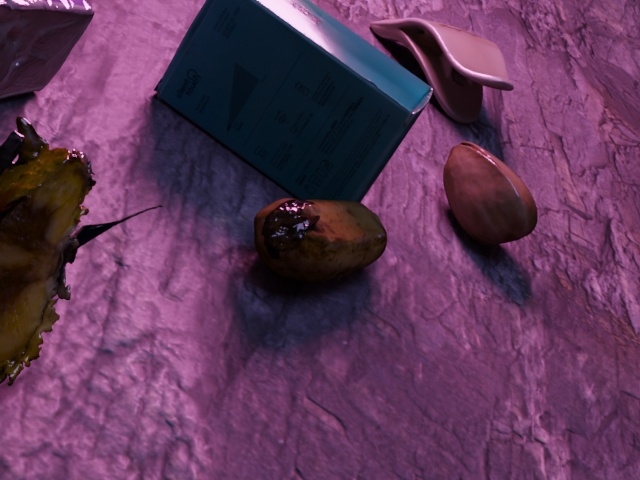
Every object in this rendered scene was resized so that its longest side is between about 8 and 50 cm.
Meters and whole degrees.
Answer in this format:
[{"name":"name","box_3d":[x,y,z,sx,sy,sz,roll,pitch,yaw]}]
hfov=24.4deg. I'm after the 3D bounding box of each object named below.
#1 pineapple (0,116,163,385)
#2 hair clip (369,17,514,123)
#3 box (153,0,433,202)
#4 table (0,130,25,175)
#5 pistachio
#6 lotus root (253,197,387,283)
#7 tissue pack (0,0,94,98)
[{"name":"pineapple","box_3d":[-0.327,0.034,1.373,0.161,0.334,0.158,13,-30,45]},{"name":"hair clip","box_3d":[0.220,-0.304,2.463,0.172,0.113,0.282,12,35,-34]},{"name":"box","box_3d":[-0.034,-0.198,1.956,0.311,0.205,0.118,35,27,3]},{"name":"table","box_3d":[-0.457,-0.104,1.221,0.222,0.272,0.335,29,15,-46]},{"name":"pistachio","box_3d":[0.238,-0.066,2.124,0.108,0.126,0.185,-23,51,-20]},{"name":"lotus root","box_3d":[0.000,0.000,1.811,0.110,0.097,0.258,55,27,20]},{"name":"tissue pack","box_3d":[-0.464,-0.316,1.737,0.338,0.160,0.242,43,21,13]}]
